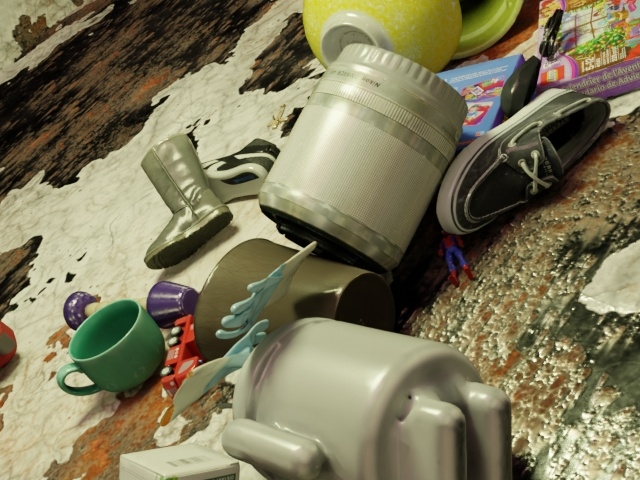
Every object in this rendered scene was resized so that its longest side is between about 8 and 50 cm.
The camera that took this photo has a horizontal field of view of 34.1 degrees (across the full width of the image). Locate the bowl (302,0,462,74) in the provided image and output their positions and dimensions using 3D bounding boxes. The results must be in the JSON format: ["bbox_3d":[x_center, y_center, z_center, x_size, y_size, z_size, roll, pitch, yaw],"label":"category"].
[{"bbox_3d":[0.082,-0.357,1.796,0.289,0.289,0.156,-7,34,36],"label":"bowl"}]

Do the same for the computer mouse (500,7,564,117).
[{"bbox_3d":[0.317,-0.272,1.574,0.041,0.071,0.242,18,51,17],"label":"computer mouse"}]

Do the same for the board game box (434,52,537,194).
[{"bbox_3d":[0.153,-0.169,1.679,0.347,0.078,0.233,-8,39,36],"label":"board game box"}]

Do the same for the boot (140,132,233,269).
[{"bbox_3d":[-0.268,-0.071,1.840,0.190,0.076,0.208,-34,65,-7],"label":"boot"}]

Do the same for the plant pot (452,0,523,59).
[{"bbox_3d":[0.234,-0.500,1.939,0.276,0.276,0.254,-23,20,16],"label":"plant pot"}]

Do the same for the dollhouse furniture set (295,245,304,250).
[{"bbox_3d":[0.000,0.000,1.590,0.114,0.091,0.081,14,69,47],"label":"dollhouse furniture set"}]

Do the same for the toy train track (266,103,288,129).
[{"bbox_3d":[-0.085,-0.250,2.075,0.048,0.014,0.083,-16,34,26],"label":"toy train track"}]

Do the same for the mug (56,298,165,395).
[{"bbox_3d":[-0.315,0.173,1.600,0.158,0.097,0.129,-24,32,15],"label":"mug"}]

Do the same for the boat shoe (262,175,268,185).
[{"bbox_3d":[-0.030,-0.122,1.811,0.152,0.056,0.049,-42,35,3],"label":"boat shoe"}]

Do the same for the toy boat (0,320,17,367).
[{"bbox_3d":[-0.618,0.237,1.775,0.231,0.151,0.151,-35,60,-3],"label":"toy boat"}]

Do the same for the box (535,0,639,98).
[{"bbox_3d":[0.447,-0.324,1.652,0.201,0.057,0.293,-18,34,26],"label":"box"}]

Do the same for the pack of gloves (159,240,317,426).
[{"bbox_3d":[-0.077,0.114,1.219,0.195,0.046,0.232,-57,-9,22],"label":"pack of gloves"}]

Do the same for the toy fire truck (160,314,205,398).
[{"bbox_3d":[-0.158,0.143,1.549,0.135,0.047,0.192,-20,33,18],"label":"toy fire truck"}]

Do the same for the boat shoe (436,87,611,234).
[{"bbox_3d":[0.289,-0.109,1.454,0.301,0.108,0.102,-37,29,-23],"label":"boat shoe"}]

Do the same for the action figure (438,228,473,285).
[{"bbox_3d":[0.183,0.016,1.440,0.038,0.030,0.115,-31,28,13],"label":"action figure"}]

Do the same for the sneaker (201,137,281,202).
[{"bbox_3d":[-0.162,-0.130,1.926,0.217,0.079,0.121,-3,35,32],"label":"sneaker"}]

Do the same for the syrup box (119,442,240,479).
[{"bbox_3d":[-0.149,0.339,1.077,0.093,0.236,0.096,-1,5,-39],"label":"syrup box"}]

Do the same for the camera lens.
[{"bbox_3d":[0.058,-0.106,1.458,0.219,0.219,0.274,20,80,53],"label":"camera lens"}]

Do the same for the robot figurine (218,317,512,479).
[{"bbox_3d":[0.041,0.195,1.143,0.300,0.199,0.353,-5,9,-41],"label":"robot figurine"}]

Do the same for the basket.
[{"bbox_3d":[-0.027,0.095,1.405,0.227,0.154,0.204,6,48,42],"label":"basket"}]

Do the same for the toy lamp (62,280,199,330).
[{"bbox_3d":[-0.305,0.109,1.706,0.275,0.080,0.080,-5,40,39],"label":"toy lamp"}]
